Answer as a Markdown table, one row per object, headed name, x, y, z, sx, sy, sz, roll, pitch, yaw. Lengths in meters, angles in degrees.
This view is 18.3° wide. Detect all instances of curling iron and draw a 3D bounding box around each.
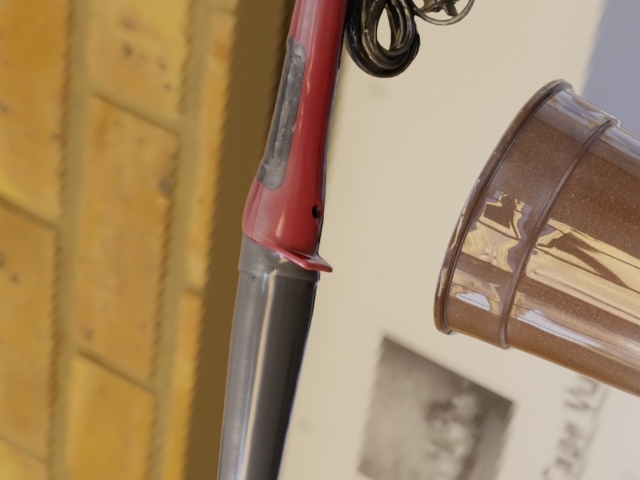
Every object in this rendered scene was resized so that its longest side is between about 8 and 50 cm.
| name | x | y | z | sx | sy | sz | roll | pitch | yaw |
| --- | --- | --- | --- | --- | --- | --- | --- | --- | --- |
| curling iron | 0.000 | 0.000 | 0.718 | 0.035 | 0.068 | 0.274 | -7 | 68 | 67 |

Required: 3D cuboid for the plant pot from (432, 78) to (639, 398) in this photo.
| name | x | y | z | sx | sy | sz | roll | pitch | yaw |
| --- | --- | --- | --- | --- | --- | --- | --- | --- | --- |
| plant pot | 0.176 | 0.016 | 1.151 | 0.167 | 0.165 | 0.167 | -52 | -21 | -29 |
